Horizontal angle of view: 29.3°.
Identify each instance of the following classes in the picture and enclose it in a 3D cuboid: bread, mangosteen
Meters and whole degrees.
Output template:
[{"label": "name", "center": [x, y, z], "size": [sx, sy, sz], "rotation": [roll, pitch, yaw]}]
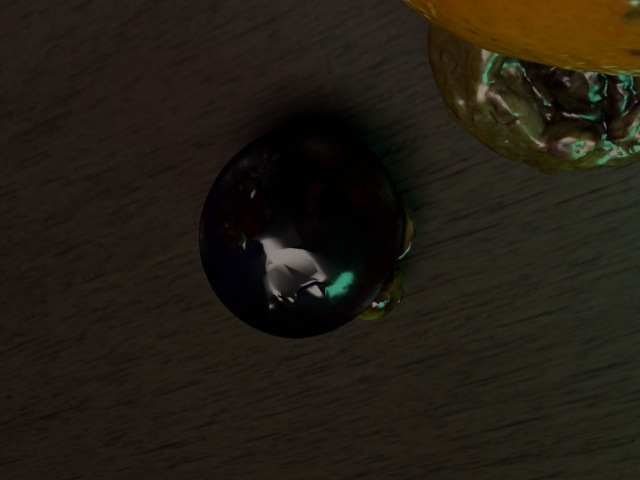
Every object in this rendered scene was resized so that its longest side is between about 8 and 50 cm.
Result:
[{"label": "bread", "center": [0.193, -0.150, 0.961], "size": [0.230, 0.123, 0.230], "rotation": [11, 127, 15]}, {"label": "mangosteen", "center": [0.000, 0.000, 1.119], "size": [0.194, 0.194, 0.230], "rotation": [-25, 148, 33]}]

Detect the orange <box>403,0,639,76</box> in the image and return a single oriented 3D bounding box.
[{"label": "orange", "center": [0.177, -0.289, 0.693], "size": [0.423, 0.424, 0.326], "rotation": [25, 169, 0]}]
